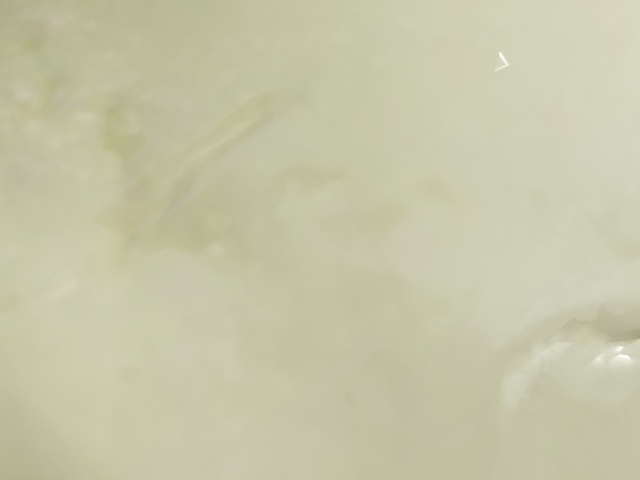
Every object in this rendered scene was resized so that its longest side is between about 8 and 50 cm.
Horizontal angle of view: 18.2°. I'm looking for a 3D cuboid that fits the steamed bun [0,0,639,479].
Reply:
[{"bbox_3d":[0.000,0.000,0.662,0.456,0.371,0.290,44,-6,18],"label":"steamed bun"}]
